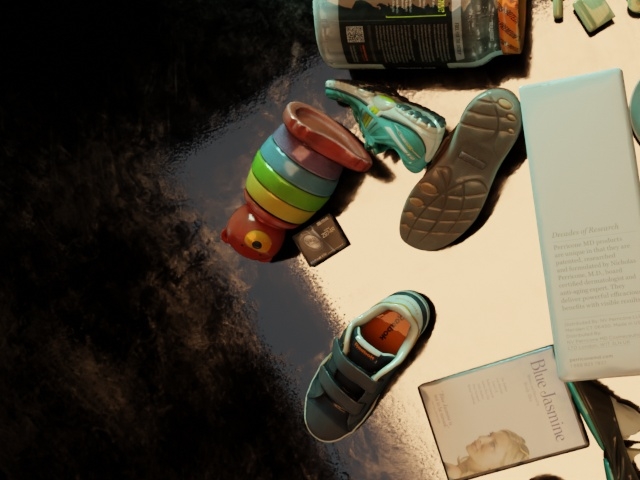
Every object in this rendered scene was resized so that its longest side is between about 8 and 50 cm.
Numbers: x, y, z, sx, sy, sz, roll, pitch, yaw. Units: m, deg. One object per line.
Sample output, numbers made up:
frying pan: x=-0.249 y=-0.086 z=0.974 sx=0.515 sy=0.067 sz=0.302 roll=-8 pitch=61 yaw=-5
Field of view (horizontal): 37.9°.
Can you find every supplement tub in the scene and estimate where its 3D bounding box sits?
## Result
supplement tub: x=0.172 y=-0.396 z=1.581 sx=0.338 sy=0.207 sz=0.207 roll=3 pitch=89 yaw=17

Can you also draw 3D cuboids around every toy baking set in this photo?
toy baking set: x=0.485 y=-0.484 z=1.587 sx=0.196 sy=0.030 sz=0.256 roll=-5 pitch=86 yaw=13

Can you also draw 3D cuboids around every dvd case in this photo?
dvd case: x=0.313 y=0.302 z=1.606 sx=0.253 sy=0.022 sz=0.180 roll=-20 pitch=82 yaw=15

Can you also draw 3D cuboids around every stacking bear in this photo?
stacking bear: x=-0.066 y=-0.087 z=1.668 sx=0.175 sy=0.164 sz=0.289 roll=28 pitch=110 yaw=-21

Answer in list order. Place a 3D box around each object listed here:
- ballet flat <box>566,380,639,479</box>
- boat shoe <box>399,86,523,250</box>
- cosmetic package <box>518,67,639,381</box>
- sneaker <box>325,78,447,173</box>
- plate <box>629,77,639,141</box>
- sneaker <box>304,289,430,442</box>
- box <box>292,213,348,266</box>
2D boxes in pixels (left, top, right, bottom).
ballet flat: x=0.491 y=0.337 z=1.522 sx=0.096 sy=0.095 sz=0.280 roll=-20 pitch=92 yaw=5
boat shoe: x=0.246 y=-0.120 z=1.599 sx=0.123 sy=0.116 sz=0.324 roll=33 pitch=117 yaw=0
cosmetic package: x=0.431 y=-0.018 z=1.477 sx=0.161 sy=0.230 sz=0.453 roll=-8 pitch=85 yaw=17
sneaker: x=0.096 y=-0.208 z=1.619 sx=0.275 sy=0.107 sz=0.110 roll=39 pitch=118 yaw=40
plate: x=0.608 y=-0.217 z=1.539 sx=0.188 sy=0.024 sz=0.188 roll=-1 pitch=87 yaw=16
sneaker: x=0.065 y=0.222 z=1.631 sx=0.126 sy=0.127 sz=0.321 roll=36 pitch=99 yaw=14
box: x=0.000 y=0.000 z=1.713 sx=0.083 sy=0.018 sz=0.067 roll=-32 pitch=80 yaw=13
